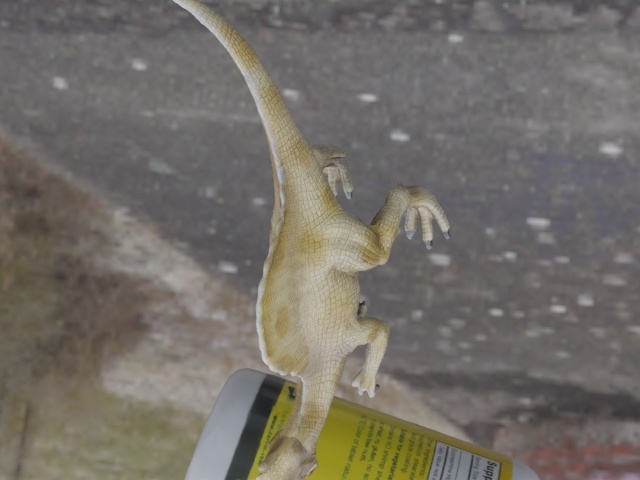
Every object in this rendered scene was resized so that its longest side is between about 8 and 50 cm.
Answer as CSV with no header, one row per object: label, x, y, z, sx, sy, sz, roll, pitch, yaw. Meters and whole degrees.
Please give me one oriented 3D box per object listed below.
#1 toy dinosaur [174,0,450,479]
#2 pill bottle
toy dinosaur,0.000,0.000,0.475,0.053,0.183,0.093,4,-159,28
pill bottle,0.058,0.237,1.134,0.334,0.187,0.188,19,168,2
